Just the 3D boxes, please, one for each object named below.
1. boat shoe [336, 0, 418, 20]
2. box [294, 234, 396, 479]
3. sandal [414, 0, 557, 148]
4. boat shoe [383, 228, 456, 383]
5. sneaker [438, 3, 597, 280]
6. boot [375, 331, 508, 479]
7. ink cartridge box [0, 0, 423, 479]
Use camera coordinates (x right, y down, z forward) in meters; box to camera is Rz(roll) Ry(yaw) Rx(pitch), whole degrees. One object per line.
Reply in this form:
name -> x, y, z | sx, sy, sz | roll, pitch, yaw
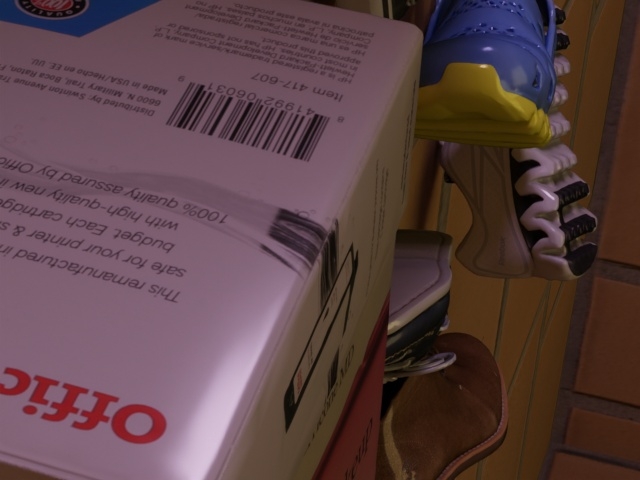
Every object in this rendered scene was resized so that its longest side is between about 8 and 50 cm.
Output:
boat shoe -> 0.089, -0.247, 1.089 | 0.113, 0.105, 0.306 | 83, 23, -57
box -> -0.052, 0.106, 0.759 | 0.149, 0.126, 0.232 | -62, 161, -49
sandal -> 0.113, -0.134, 1.312 | 0.317, 0.126, 0.138 | -45, 143, -83
boat shoe -> 0.043, 0.052, 1.230 | 0.254, 0.095, 0.079 | -65, 153, -76
sneaker -> 0.148, -0.107, 1.526 | 0.110, 0.118, 0.292 | -7, 90, -59
boot -> 0.084, 0.121, 1.465 | 0.305, 0.112, 0.115 | -45, 135, -64
ink cartridge box -> -0.068, 0.010, 0.543 | 0.086, 0.148, 0.203 | 93, 16, -45
